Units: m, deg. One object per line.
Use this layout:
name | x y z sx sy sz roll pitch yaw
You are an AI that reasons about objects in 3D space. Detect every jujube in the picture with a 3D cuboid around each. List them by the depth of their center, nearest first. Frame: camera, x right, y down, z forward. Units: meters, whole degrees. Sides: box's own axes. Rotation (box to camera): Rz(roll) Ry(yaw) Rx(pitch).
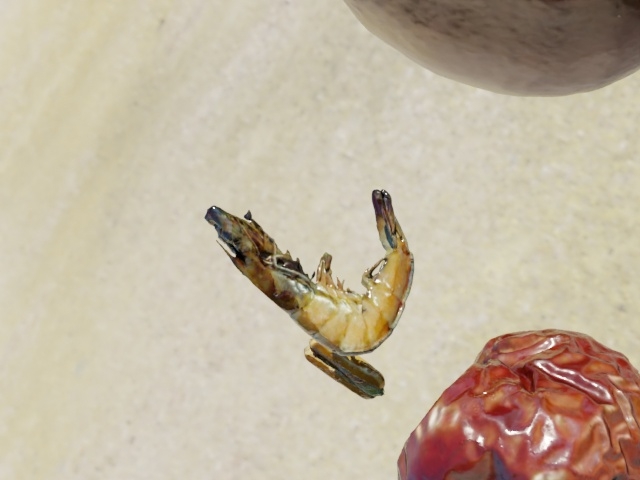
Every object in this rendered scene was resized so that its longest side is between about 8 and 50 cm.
jujube | 0.176 0.178 1.219 0.213 0.213 0.232 -52 -7 28

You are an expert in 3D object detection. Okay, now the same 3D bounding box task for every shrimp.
shrimp | 0.002 -0.001 1.273 0.148 0.195 0.035 -56 19 -21

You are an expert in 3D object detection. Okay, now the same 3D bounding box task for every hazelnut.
hazelnut | 0.170 -0.290 1.345 0.366 0.366 0.366 -44 33 39

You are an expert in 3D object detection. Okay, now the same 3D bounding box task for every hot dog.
hot dog | 0.024 0.112 1.356 0.037 0.083 0.021 -53 2 41
